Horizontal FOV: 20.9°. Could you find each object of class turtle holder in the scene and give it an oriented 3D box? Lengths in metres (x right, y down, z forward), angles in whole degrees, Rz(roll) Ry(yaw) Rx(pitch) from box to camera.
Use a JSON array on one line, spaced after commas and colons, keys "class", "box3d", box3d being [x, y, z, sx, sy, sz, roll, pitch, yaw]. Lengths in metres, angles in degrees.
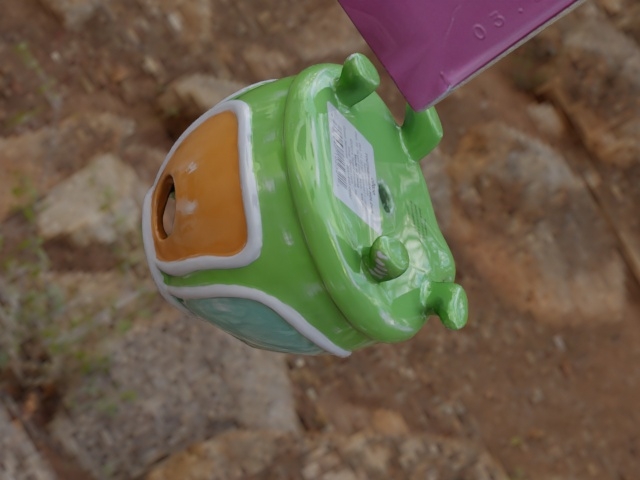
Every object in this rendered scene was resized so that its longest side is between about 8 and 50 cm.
[{"class": "turtle holder", "box3d": [-0.007, -0.018, 1.485, 0.320, 0.227, 0.243, -16, 89, -68]}]

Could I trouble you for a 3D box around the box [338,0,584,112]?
[{"class": "box", "box3d": [0.124, -0.174, 0.595, 0.117, 0.213, 0.243, 56, 33, -1]}]
